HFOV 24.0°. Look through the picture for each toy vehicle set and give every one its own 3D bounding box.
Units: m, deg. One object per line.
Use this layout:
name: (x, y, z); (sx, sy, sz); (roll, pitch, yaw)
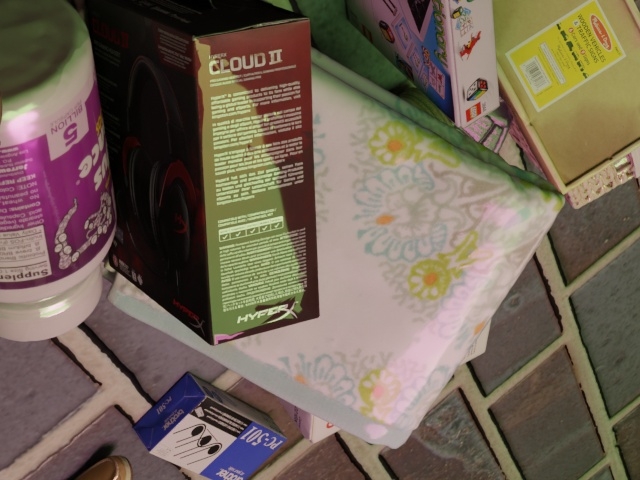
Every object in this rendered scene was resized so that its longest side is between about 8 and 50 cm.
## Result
toy vehicle set: (0.262, -0.203, 1.600); (0.166, 0.035, 0.267); (-32, 108, -2)

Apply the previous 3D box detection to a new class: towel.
towel: (0.000, 0.000, 1.482); (0.374, 0.090, 0.320); (28, 113, -8)

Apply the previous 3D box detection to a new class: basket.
basket: (0.284, -0.133, 1.744); (0.103, 0.167, 0.113); (-34, 145, 0)

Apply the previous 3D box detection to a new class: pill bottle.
pill bottle: (-0.260, -0.055, 1.273); (0.169, 0.169, 0.301); (-27, 144, -22)

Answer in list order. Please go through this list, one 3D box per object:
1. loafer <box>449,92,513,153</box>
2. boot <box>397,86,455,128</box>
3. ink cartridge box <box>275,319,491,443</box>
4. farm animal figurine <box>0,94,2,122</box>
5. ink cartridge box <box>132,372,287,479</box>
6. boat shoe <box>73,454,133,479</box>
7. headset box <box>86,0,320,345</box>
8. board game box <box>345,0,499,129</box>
loafer: (0.198, -0.201, 1.674); (0.096, 0.084, 0.267); (22, 111, -20)
boot: (0.106, -0.052, 1.605); (0.077, 0.213, 0.165); (-19, -173, 31)
ink cartridge box: (0.072, 0.099, 1.828); (0.273, 0.114, 0.197); (-26, 144, -24)
farm animal figurine: (-0.282, -0.168, 1.004); (0.172, 0.327, 0.330); (-3, 149, -27)
ink cartridge box: (-0.131, 0.236, 1.838); (0.097, 0.046, 0.207); (-45, 146, 5)
boat shoe: (-0.296, 0.320, 1.754); (0.072, 0.068, 0.190); (28, 107, -43)
headset box: (-0.102, -0.090, 1.284); (0.110, 0.218, 0.293); (-14, 115, -28)
board game box: (0.078, -0.263, 1.362); (0.053, 0.193, 0.305); (-32, 145, -14)
